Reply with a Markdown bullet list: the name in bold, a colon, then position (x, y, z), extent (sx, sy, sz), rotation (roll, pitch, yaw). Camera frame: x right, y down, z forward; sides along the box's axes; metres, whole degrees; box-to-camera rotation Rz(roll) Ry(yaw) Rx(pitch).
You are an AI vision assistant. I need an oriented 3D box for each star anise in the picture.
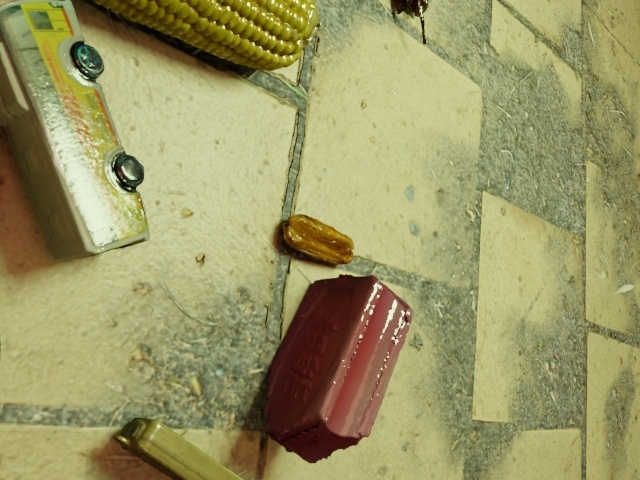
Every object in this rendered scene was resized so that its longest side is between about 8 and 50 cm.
- **star anise**: position (0.173, -0.469, 1.002), extent (0.097, 0.070, 0.191), rotation (-22, 101, -42)

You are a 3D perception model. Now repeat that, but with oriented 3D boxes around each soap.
- **soap**: position (0.019, 0.175, 0.724), extent (0.099, 0.162, 0.250), rotation (41, 59, -28)

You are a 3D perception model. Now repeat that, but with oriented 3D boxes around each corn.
- **corn**: position (-0.169, -0.318, 0.648), extent (0.387, 0.143, 0.144), rotation (6, 80, -39)

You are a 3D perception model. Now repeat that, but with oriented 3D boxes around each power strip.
- **power strip**: position (-0.127, 0.305, 0.649), extent (0.305, 0.064, 0.044), rotation (48, 51, -25)

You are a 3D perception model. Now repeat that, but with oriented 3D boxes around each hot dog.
- **hot dog**: position (-0.001, 0.000, 0.812), extent (0.144, 0.038, 0.062), rotation (22, 68, -38)

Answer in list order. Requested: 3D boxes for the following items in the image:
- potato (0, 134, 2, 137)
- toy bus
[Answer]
- **potato**: position (-0.360, -0.079, 0.499), extent (0.091, 0.070, 0.138), rotation (6, 80, -38)
- **toy bus**: position (-0.271, -0.112, 0.552), extent (0.106, 0.092, 0.268), rotation (-28, 104, -54)
